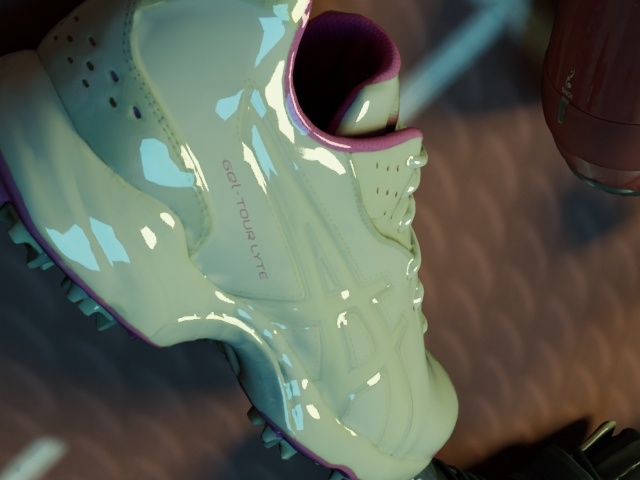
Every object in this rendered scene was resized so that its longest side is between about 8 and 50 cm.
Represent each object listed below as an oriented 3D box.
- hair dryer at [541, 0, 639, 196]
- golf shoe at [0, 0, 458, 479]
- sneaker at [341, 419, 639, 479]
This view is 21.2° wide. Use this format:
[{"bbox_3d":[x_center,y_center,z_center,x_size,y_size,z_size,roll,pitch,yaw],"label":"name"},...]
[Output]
[{"bbox_3d":[0.181,-0.110,0.714,0.224,0.080,0.293,-52,146,-1],"label":"hair dryer"},{"bbox_3d":[0.000,0.000,0.653,0.140,0.115,0.306,-41,143,5],"label":"golf shoe"},{"bbox_3d":[0.104,0.132,0.886,0.163,0.086,0.226,-32,140,-6],"label":"sneaker"}]
